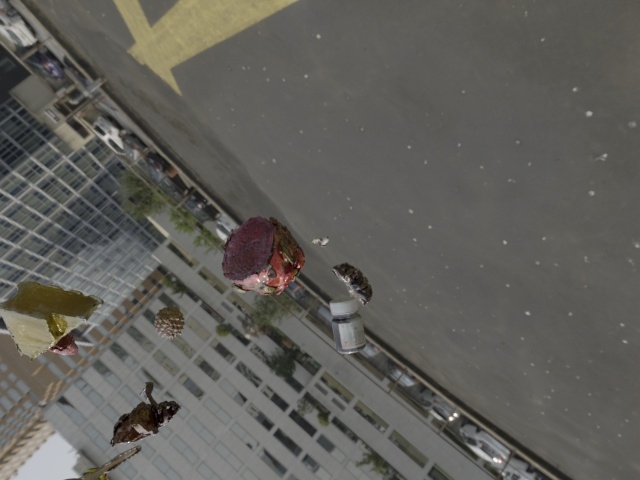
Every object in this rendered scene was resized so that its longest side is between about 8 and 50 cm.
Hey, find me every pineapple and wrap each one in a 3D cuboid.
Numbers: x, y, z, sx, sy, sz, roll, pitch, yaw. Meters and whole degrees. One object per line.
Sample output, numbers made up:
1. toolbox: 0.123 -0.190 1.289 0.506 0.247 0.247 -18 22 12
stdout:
1. pineapple: -0.816 0.458 2.211 0.166 0.166 0.192 28 120 40

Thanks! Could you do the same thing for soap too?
1. soap: -0.952 0.327 1.504 0.305 0.169 0.338 14 130 -2

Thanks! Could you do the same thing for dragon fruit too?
1. dragon fruit: -0.198 0.095 1.568 0.263 0.296 0.313 38 -150 -43

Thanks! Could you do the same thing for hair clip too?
1. hair clip: -0.740 0.787 1.419 0.072 0.226 0.034 -23 91 46

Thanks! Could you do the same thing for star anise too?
1. star anise: -0.627 0.618 1.462 0.148 0.238 0.346 68 164 -9
2. star anise: 0.159 0.184 1.892 0.236 0.109 0.223 30 161 51

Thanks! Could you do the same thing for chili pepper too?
1. chili pepper: -1.293 0.515 2.039 0.144 0.136 0.252 5 151 -14

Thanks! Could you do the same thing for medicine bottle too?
1. medicine bottle: 0.143 0.444 2.155 0.165 0.165 0.272 175 86 -69

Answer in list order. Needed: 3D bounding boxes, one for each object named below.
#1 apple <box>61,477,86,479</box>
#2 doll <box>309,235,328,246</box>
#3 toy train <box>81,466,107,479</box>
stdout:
1. apple: -0.621 0.690 0.997 0.183 0.182 0.155 39 -160 8
2. doll: -0.005 0.003 1.665 0.058 0.085 0.040 119 138 -52
3. toy train: -0.966 1.120 1.705 0.101 0.295 0.160 0 173 -5
